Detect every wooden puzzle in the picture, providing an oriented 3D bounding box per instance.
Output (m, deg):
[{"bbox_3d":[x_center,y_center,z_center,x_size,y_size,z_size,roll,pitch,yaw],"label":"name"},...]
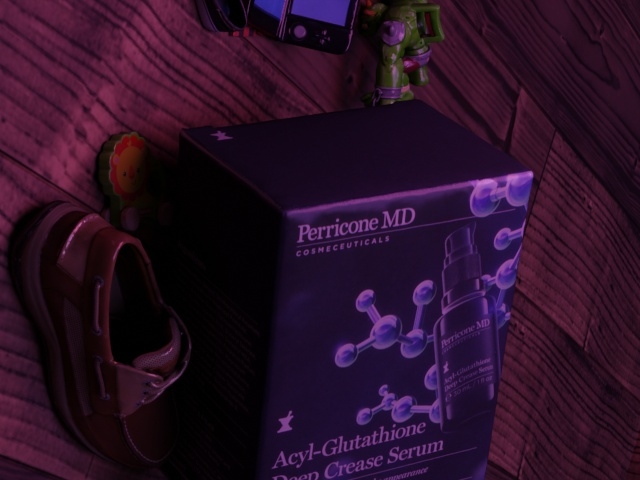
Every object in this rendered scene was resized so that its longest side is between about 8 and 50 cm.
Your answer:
[{"bbox_3d":[-0.078,-0.240,1.888,0.083,0.006,0.049,-11,110,-59],"label":"wooden puzzle"}]

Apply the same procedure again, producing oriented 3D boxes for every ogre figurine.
[{"bbox_3d":[0.099,-0.230,2.116,0.197,0.097,0.118,-38,138,-45],"label":"ogre figurine"}]

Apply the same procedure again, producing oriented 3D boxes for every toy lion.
[{"bbox_3d":[-0.182,-0.059,1.750,0.100,0.034,0.096,-9,100,-60],"label":"toy lion"}]

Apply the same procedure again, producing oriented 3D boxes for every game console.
[{"bbox_3d":[-0.011,-0.283,1.908,0.085,0.124,0.144,171,-69,-84],"label":"game console"}]

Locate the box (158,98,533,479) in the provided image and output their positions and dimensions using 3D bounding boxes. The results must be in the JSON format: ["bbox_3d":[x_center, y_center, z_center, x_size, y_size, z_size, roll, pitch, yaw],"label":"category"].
[{"bbox_3d":[0.016,0.086,1.815,0.293,0.212,0.395,-10,119,-30],"label":"box"}]

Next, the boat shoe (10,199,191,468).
[{"bbox_3d":[-0.189,0.106,1.701,0.122,0.120,0.324,-56,144,-34],"label":"boat shoe"}]

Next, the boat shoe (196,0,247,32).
[{"bbox_3d":[-0.108,-0.267,1.789,0.049,0.040,0.142,-58,145,-32],"label":"boat shoe"}]
